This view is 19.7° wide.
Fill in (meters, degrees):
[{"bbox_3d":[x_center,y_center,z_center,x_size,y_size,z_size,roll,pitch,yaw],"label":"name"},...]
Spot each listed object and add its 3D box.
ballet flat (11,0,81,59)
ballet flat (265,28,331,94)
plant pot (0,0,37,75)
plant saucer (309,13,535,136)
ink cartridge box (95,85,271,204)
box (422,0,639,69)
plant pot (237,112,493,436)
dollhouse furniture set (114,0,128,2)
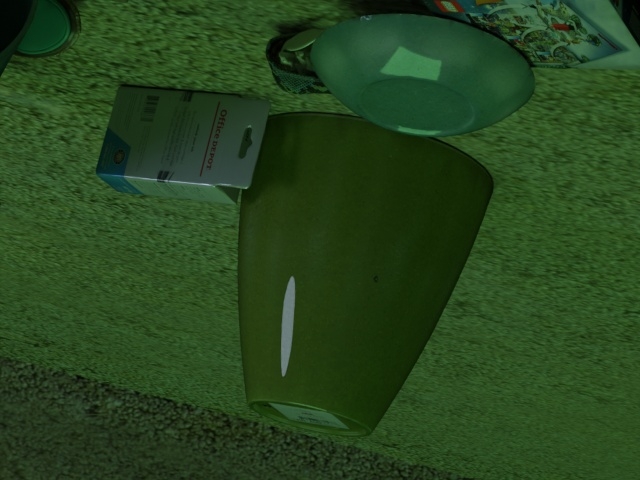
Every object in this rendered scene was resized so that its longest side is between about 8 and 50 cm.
[{"bbox_3d":[-0.284,-0.208,1.776,0.206,0.073,0.067,2,-172,42],"label":"ballet flat"},{"bbox_3d":[0.029,-0.164,1.657,0.188,0.070,0.070,-1,159,32],"label":"ballet flat"},{"bbox_3d":[-0.401,-0.153,1.471,0.293,0.293,0.235,18,135,-16],"label":"plant pot"},{"bbox_3d":[0.084,-0.129,1.564,0.195,0.037,0.195,9,157,4],"label":"plant saucer"},{"bbox_3d":[-0.134,-0.098,1.928,0.180,0.104,0.060,7,163,22],"label":"ink cartridge box"},{"bbox_3d":[0.158,-0.202,1.443,0.159,0.044,0.233,5,162,28],"label":"box"},{"bbox_3d":[0.023,0.052,1.970,0.275,0.293,0.275,12,164,3],"label":"plant pot"},{"bbox_3d":[-0.259,-0.206,1.622,0.151,0.123,0.144,11,164,9],"label":"dollhouse furniture set"}]
